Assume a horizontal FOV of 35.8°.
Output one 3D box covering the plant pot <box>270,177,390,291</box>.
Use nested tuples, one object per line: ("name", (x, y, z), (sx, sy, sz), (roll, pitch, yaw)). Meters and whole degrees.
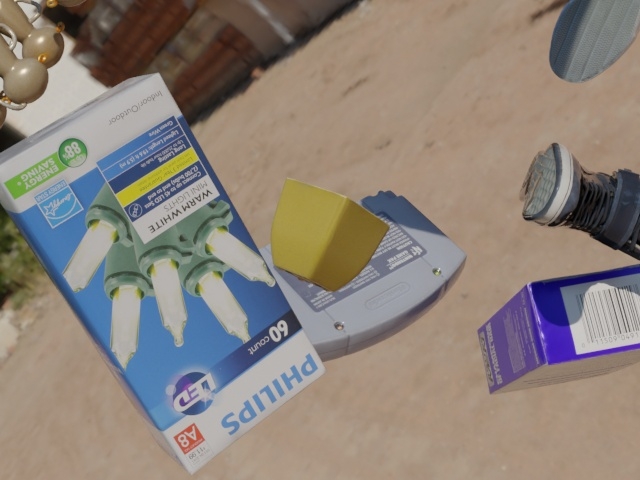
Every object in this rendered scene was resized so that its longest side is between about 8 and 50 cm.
("plant pot", (0.000, 0.000, 0.939), (0.081, 0.081, 0.083), (21, 84, 40))

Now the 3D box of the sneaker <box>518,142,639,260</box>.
("sneaker", (0.294, -0.034, 1.024), (0.226, 0.163, 0.086), (-41, -25, -76))

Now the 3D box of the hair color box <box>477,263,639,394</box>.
("hair color box", (0.330, 0.121, 1.295), (0.339, 0.185, 0.110), (96, 164, -74))

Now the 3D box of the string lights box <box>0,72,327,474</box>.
("string lights box", (-0.118, 0.024, 0.727), (0.133, 0.259, 0.077), (-36, 20, -20))

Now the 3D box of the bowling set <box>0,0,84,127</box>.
("bowling set", (-0.337, -0.193, 1.029), (0.287, 0.154, 0.200), (-49, 5, 1))

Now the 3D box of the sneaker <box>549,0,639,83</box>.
("sneaker", (0.361, -0.303, 1.177), (0.091, 0.094, 0.258), (-42, -16, -51))

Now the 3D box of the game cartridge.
("game cartridge", (0.047, 0.048, 1.348), (0.294, 0.196, 0.060), (-26, -38, -29))
